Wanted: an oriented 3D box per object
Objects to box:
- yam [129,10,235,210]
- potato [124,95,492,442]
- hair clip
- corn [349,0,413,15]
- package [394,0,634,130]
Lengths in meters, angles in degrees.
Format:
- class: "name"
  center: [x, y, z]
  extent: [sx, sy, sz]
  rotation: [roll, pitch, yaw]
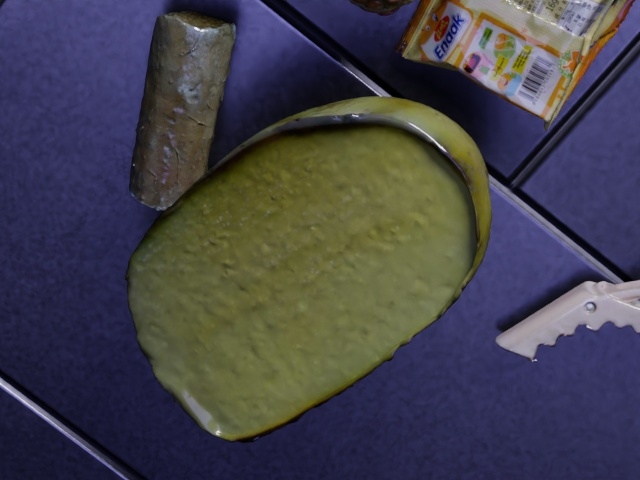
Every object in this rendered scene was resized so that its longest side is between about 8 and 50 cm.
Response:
- class: "yam"
  center: [-0.089, -0.083, 1.200]
  extent: [0.054, 0.054, 0.132]
  rotation: [13, 112, 2]
- class: "potato"
  center: [0.000, 0.000, 1.189]
  extent: [0.160, 0.111, 0.271]
  rotation: [48, 122, -4]
- class: "hair clip"
  center: [0.223, 0.037, 1.218]
  extent: [0.226, 0.034, 0.072]
  rotation: [-4, 106, 10]
- class: "corn"
  center: [-0.036, -0.239, 1.120]
  extent: [0.280, 0.092, 0.092]
  rotation: [39, 110, -4]
- class: "package"
  center: [0.120, -0.137, 1.166]
  extent: [0.120, 0.031, 0.108]
  rotation: [28, 111, 2]
